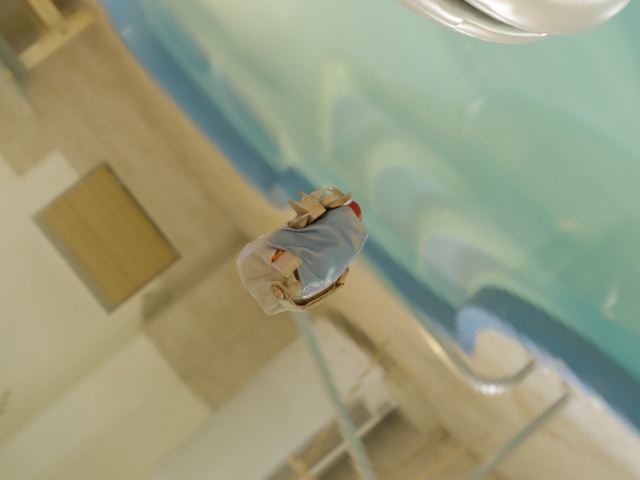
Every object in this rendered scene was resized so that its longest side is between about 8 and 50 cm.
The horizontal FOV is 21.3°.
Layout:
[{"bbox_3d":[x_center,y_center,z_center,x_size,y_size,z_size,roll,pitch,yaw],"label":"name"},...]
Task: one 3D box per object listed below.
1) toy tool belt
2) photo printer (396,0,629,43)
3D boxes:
[{"bbox_3d":[0.000,0.000,0.857,0.052,0.083,0.051,51,148,-2],"label":"toy tool belt"},{"bbox_3d":[0.077,-0.254,0.843,0.256,0.107,0.307,8,-103,-58],"label":"photo printer"}]
